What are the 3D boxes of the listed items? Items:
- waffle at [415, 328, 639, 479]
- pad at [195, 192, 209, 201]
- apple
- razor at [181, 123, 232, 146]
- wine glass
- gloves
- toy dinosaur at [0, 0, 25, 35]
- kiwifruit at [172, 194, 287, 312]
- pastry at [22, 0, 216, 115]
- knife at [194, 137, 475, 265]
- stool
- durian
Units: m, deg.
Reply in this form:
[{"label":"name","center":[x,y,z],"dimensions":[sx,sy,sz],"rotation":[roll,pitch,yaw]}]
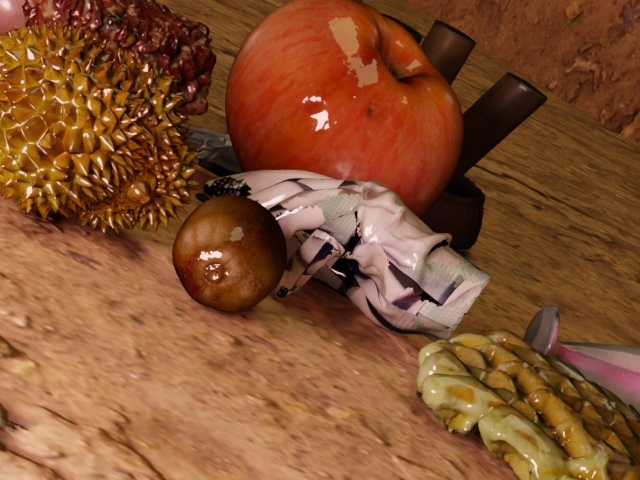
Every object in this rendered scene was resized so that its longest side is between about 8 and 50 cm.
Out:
[{"label":"waffle","center":[0.161,0.122,1.260],"dimensions":[0.204,0.054,0.223],"rotation":[30,13,13]},{"label":"pad","center":[0.000,0.000,1.541],"dimensions":[0.143,0.003,0.211],"rotation":[33,13,27]},{"label":"apple","center":[0.020,-0.104,1.531],"dimensions":[0.209,0.164,0.209],"rotation":[26,36,-21]},{"label":"razor","center":[-0.132,-0.097,1.589],"dimensions":[0.191,0.037,0.068],"rotation":[10,62,-42]},{"label":"wine glass","center":[0.234,0.109,1.441],"dimensions":[0.155,0.073,0.073],"rotation":[21,13,-15]},{"label":"gloves","center":[0.015,-0.001,1.351],"dimensions":[0.212,0.111,0.127],"rotation":[35,15,5]},{"label":"toy dinosaur","center":[-0.348,-0.258,1.673],"dimensions":[0.194,0.152,0.177],"rotation":[17,43,-64]},{"label":"kiwifruit","center":[-0.059,0.008,1.226],"dimensions":[0.075,0.075,0.124],"rotation":[27,8,0]},{"label":"pastry","center":[-0.182,-0.175,1.652],"dimensions":[0.208,0.097,0.115],"rotation":[16,10,-47]},{"label":"knife","center":[0.016,-0.022,1.599],"dimensions":[0.296,0.026,0.044],"rotation":[25,24,-19]},{"label":"stool","center":[0.068,-0.128,1.799],"dimensions":[0.272,0.178,0.272],"rotation":[27,13,-7]},{"label":"durian","center":[-0.163,-0.078,1.226],"dimensions":[0.168,0.137,0.158],"rotation":[42,-4,22]}]
